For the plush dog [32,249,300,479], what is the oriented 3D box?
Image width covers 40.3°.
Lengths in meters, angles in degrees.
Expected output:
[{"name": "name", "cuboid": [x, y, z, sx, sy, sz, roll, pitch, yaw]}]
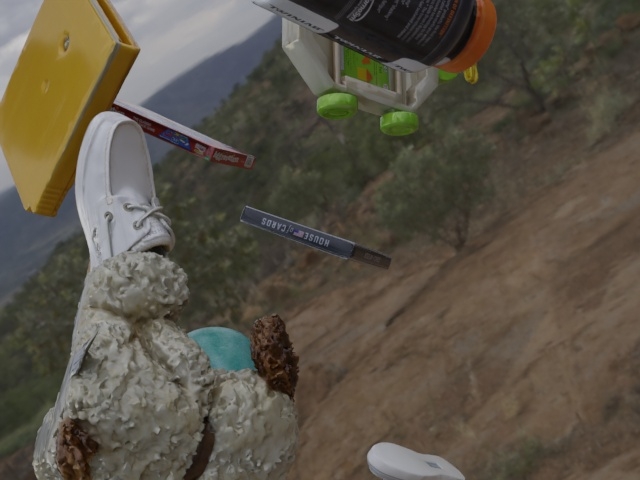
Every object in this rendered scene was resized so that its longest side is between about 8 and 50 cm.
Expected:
[{"name": "plush dog", "cuboid": [-0.125, 0.167, 0.790, 0.210, 0.225, 0.263, -133, 61, -67]}]

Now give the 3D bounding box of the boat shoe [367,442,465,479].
[{"name": "boat shoe", "cuboid": [0.114, 0.306, 1.121, 0.066, 0.184, 0.063, 38, 99, 38]}]

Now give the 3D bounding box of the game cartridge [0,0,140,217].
[{"name": "game cartridge", "cuboid": [-0.407, -0.234, 1.358, 0.324, 0.052, 0.285, -57, 46, 25]}]

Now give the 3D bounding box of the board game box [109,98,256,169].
[{"name": "board game box", "cuboid": [-0.258, -0.187, 1.472, 0.145, 0.281, 0.027, 6, -72, -67]}]

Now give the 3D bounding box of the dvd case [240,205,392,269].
[{"name": "dvd case", "cuboid": [0.000, 0.000, 1.349, 0.030, 0.179, 0.238, -71, -18, -1]}]

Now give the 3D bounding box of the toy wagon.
[{"name": "toy wagon", "cuboid": [0.094, -0.288, 1.269, 0.344, 0.267, 0.068, 10, -15, -39]}]

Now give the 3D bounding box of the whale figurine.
[{"name": "whale figurine", "cuboid": [-0.129, 0.203, 1.240, 0.141, 0.216, 0.272, -55, 15, -12]}]

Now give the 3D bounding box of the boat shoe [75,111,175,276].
[{"name": "boat shoe", "cuboid": [-0.203, -0.005, 0.967, 0.096, 0.277, 0.098, 2, 7, 35]}]

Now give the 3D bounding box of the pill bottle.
[{"name": "pill bottle", "cuboid": [0.058, -0.242, 0.838, 0.130, 0.245, 0.131, -25, 57, 46]}]
